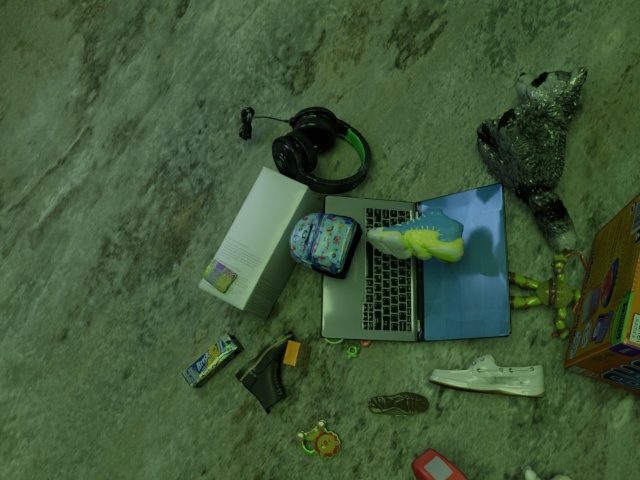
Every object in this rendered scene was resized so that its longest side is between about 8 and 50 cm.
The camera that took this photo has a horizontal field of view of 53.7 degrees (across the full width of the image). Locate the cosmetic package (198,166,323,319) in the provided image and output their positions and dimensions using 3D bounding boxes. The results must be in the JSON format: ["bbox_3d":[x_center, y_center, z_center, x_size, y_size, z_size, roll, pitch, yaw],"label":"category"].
[{"bbox_3d":[-0.149,0.012,1.713,0.155,0.197,0.365,24,81,20],"label":"cosmetic package"}]

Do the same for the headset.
[{"bbox_3d":[-0.053,-0.259,1.781,0.394,0.185,0.243,30,55,5],"label":"headset"}]

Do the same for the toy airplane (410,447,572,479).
[{"bbox_3d":[0.373,0.674,1.371,0.384,0.272,0.386,12,64,-3],"label":"toy airplane"}]

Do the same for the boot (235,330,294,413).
[{"bbox_3d":[-0.114,0.350,1.689,0.198,0.077,0.137,-45,75,14],"label":"boot"}]

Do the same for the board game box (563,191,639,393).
[{"bbox_3d":[0.776,0.137,1.326,0.356,0.356,0.356,18,74,9],"label":"board game box"}]

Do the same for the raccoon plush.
[{"bbox_3d":[0.610,-0.226,1.634,0.299,0.216,0.446,-29,96,-8],"label":"raccoon plush"}]

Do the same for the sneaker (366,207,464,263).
[{"bbox_3d":[0.240,-0.020,1.550,0.240,0.091,0.126,13,62,20],"label":"sneaker"}]

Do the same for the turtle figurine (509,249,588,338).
[{"bbox_3d":[0.560,0.147,1.561,0.217,0.087,0.269,2,77,14],"label":"turtle figurine"}]

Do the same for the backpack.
[{"bbox_3d":[0.000,0.000,1.585,0.173,0.117,0.158,19,83,18],"label":"backpack"}]

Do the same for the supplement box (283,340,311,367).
[{"bbox_3d":[-0.059,0.301,1.666,0.036,0.098,0.062,10,80,20],"label":"supplement box"}]

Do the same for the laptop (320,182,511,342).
[{"bbox_3d":[0.225,0.052,1.579,0.408,0.236,0.382,4,75,-11],"label":"laptop"}]

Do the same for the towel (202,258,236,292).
[{"bbox_3d":[-0.259,0.091,1.613,0.083,0.009,0.060,32,86,23],"label":"towel"}]

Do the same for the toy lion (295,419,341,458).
[{"bbox_3d":[-0.001,0.521,1.634,0.100,0.034,0.096,-30,79,5],"label":"toy lion"}]

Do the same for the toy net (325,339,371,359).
[{"bbox_3d":[0.114,0.198,1.679,0.122,0.045,0.232,40,87,20],"label":"toy net"}]

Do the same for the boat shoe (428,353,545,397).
[{"bbox_3d":[0.407,0.327,1.552,0.277,0.098,0.096,4,76,5],"label":"boat shoe"}]

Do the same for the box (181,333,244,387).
[{"bbox_3d":[-0.296,0.331,1.737,0.169,0.059,0.054,-41,72,1],"label":"box"}]

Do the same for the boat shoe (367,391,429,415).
[{"bbox_3d":[0.198,0.420,1.607,0.153,0.048,0.056,-7,62,5],"label":"boat shoe"}]
